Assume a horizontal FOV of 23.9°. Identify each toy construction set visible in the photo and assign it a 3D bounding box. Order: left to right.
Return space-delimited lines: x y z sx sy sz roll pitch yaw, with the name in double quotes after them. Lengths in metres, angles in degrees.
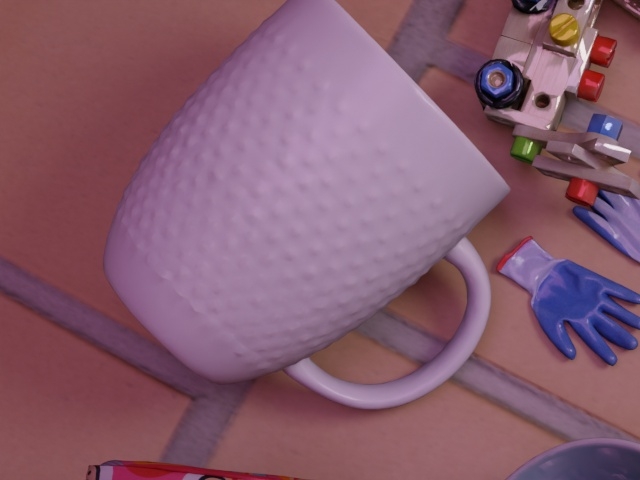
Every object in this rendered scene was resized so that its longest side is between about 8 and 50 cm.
0.274 -0.179 1.478 0.215 0.151 0.327 19 70 15 "toy construction set"

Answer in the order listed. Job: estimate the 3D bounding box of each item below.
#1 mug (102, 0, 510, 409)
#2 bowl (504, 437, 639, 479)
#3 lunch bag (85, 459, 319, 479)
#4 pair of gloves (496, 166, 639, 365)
0.000 0.000 1.442 0.328 0.276 0.374 -44 103 5 "mug"
0.267 0.339 1.301 0.311 0.163 0.311 -27 51 40 "bowl"
-0.096 0.262 1.364 0.258 0.293 0.120 5 77 17 "lunch bag"
0.282 0.018 1.485 0.159 0.023 0.198 43 89 17 "pair of gloves"
